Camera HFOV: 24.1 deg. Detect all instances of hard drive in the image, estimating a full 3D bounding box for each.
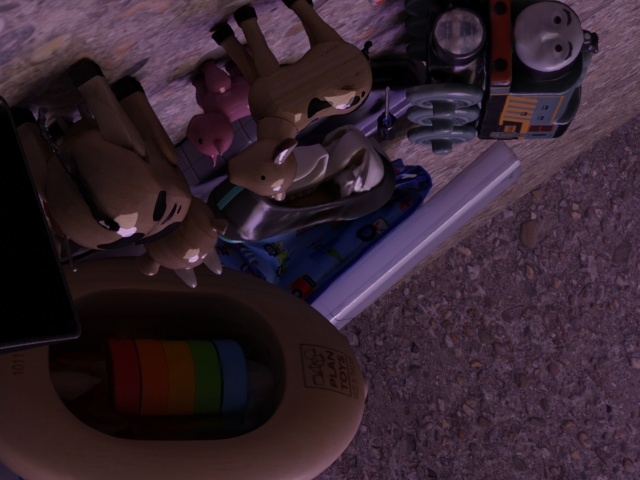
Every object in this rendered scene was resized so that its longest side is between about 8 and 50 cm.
[{"bbox_3d":[0.131,0.001,2.078,0.353,0.047,0.233,-41,173,4],"label":"hard drive"}]

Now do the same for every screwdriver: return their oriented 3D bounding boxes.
[{"bbox_3d":[0.071,-0.143,1.629,0.024,0.025,0.170,-30,163,-4],"label":"screwdriver"}]

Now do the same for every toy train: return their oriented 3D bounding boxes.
[{"bbox_3d":[0.184,-0.179,1.571,0.190,0.142,0.334,-1,172,3],"label":"toy train"}]

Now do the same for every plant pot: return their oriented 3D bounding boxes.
[{"bbox_3d":[-0.299,0.009,1.023,0.167,0.187,0.188,-20,175,13],"label":"plant pot"}]

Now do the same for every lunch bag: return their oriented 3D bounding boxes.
[{"bbox_3d":[-0.005,-0.019,1.868,0.293,0.138,0.221,-30,-167,-21],"label":"lunch bag"}]

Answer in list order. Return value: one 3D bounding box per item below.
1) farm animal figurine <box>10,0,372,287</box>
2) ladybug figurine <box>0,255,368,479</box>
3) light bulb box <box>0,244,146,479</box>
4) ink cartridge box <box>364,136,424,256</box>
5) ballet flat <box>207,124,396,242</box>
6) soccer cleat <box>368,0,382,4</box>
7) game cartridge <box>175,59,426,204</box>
[{"bbox_3d":[-0.124,-0.055,1.248,0.330,0.172,0.327,-35,171,27],"label":"farm animal figurine"},{"bbox_3d":[-0.167,0.170,1.619,0.449,0.305,0.162,6,143,-18],"label":"ladybug figurine"},{"bbox_3d":[-0.281,0.242,1.867,0.225,0.358,0.361,-23,168,-35],"label":"light bulb box"},{"bbox_3d":[0.000,0.000,2.155,0.272,0.130,0.309,-36,173,-3],"label":"ink cartridge box"},{"bbox_3d":[0.002,-0.065,1.583,0.280,0.095,0.096,-23,157,-46],"label":"ballet flat"},{"bbox_3d":[0.046,-0.231,1.319,0.035,0.029,0.083,-19,166,-16],"label":"soccer cleat"},{"bbox_3d":[-0.029,-0.116,1.668,0.230,0.068,0.355,-39,169,26],"label":"game cartridge"}]
